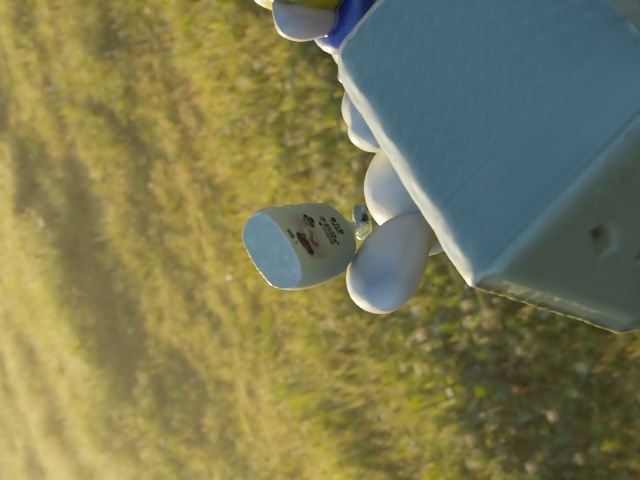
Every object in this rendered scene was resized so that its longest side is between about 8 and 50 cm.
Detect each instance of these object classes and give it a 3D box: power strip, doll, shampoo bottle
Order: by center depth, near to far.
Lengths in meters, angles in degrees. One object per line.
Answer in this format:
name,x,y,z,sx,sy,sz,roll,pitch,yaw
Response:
power strip,0.107,-0.085,0.696,0.139,0.140,0.224,-49,48,24
shampoo bottle,0.000,0.000,1.233,0.045,0.152,0.077,-41,74,30
doll,0.105,-0.151,1.325,0.187,0.376,0.365,-21,99,26
